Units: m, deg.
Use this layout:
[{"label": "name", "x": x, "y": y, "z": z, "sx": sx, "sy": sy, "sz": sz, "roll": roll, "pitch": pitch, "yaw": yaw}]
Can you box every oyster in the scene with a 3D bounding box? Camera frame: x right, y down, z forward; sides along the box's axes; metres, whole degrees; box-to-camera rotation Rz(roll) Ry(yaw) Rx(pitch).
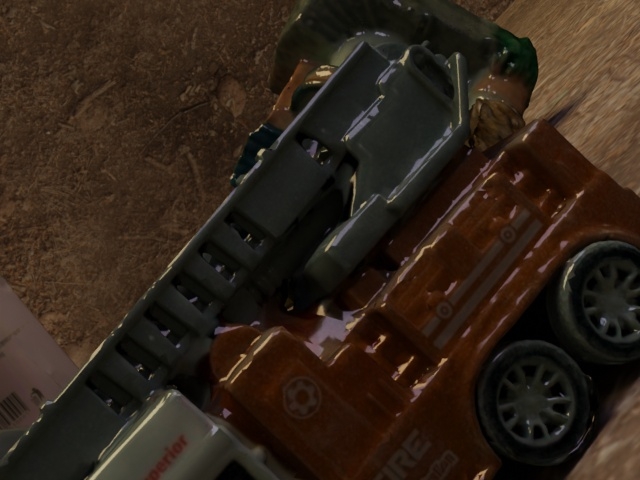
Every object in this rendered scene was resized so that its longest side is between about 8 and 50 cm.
[{"label": "oyster", "x": 0.115, "y": -0.010, "z": 0.746, "sx": 0.294, "sy": 0.094, "sz": 0.166, "roll": -78, "pitch": 15, "yaw": -59}]

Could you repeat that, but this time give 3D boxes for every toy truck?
[{"label": "toy truck", "x": -0.011, "y": 0.073, "z": 0.437, "sx": 0.338, "sy": 0.184, "sz": 0.133, "roll": -47, "pitch": 4, "yaw": -17}]

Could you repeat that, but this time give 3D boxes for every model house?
[{"label": "model house", "x": 0.038, "y": -0.082, "z": 0.977, "sx": 0.325, "sy": 0.267, "sz": 0.194, "roll": -62, "pitch": -1, "yaw": -26}]

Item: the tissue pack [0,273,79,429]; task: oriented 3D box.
[{"label": "tissue pack", "x": -0.481, "y": 0.209, "z": 1.138, "sx": 0.356, "sy": 0.266, "sz": 0.194, "roll": -43, "pitch": 7, "yaw": -38}]

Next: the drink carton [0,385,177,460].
[{"label": "drink carton", "x": -0.185, "y": 0.218, "z": 0.783, "sx": 0.189, "sy": 0.191, "sz": 0.185, "roll": -34, "pitch": 9, "yaw": 37}]

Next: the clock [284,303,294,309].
[{"label": "clock", "x": 0.027, "y": 0.015, "z": 1.173, "sx": 0.244, "sy": 0.056, "sz": 0.244, "roll": -37, "pitch": -9, "yaw": -7}]
